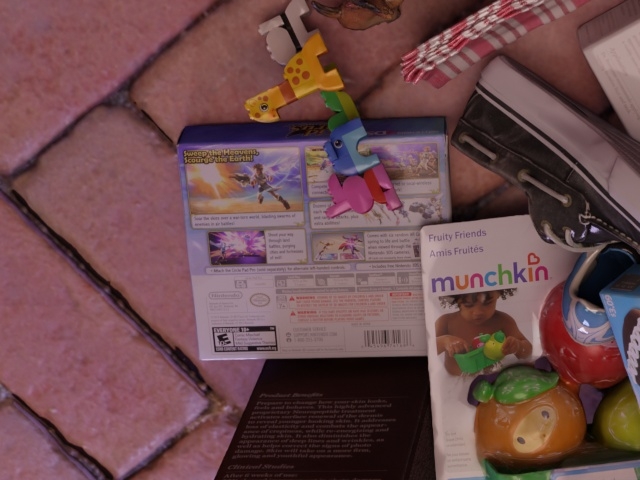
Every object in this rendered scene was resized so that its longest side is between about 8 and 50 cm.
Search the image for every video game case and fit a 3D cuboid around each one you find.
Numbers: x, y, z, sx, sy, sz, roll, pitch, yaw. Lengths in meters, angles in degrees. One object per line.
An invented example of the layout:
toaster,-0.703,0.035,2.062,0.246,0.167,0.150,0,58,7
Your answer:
video game case,0.000,0.000,1.802,0.269,0.061,0.244,-1,115,5

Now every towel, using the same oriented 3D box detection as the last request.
towel,0.174,-0.199,1.656,0.197,0.144,0.029,-29,84,16

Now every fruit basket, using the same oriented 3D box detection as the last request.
fruit basket,0.271,0.144,1.775,0.327,0.165,0.353,-5,105,-7

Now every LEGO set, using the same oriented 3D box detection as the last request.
LEGO set,-0.014,-0.118,1.684,0.093,0.087,0.227,-25,85,4

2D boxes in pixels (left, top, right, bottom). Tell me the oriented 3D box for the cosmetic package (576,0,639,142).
cosmetic package,0.369,-0.198,1.670,0.231,0.085,0.117,-28,109,14

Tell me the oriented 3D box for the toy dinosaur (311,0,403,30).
toy dinosaur,0.070,-0.320,1.614,0.200,0.127,0.296,-9,115,6

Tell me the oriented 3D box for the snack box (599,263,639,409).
snack box,0.386,0.177,1.618,0.187,0.060,0.322,5,124,51

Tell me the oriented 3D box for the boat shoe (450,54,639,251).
boat shoe,0.249,-0.045,1.644,0.121,0.335,0.119,15,112,-43

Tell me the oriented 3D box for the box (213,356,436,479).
box,0.006,0.254,1.731,0.191,0.381,0.143,-2,115,13

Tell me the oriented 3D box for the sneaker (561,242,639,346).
sneaker,0.307,-0.005,1.703,0.085,0.086,0.237,29,71,5
